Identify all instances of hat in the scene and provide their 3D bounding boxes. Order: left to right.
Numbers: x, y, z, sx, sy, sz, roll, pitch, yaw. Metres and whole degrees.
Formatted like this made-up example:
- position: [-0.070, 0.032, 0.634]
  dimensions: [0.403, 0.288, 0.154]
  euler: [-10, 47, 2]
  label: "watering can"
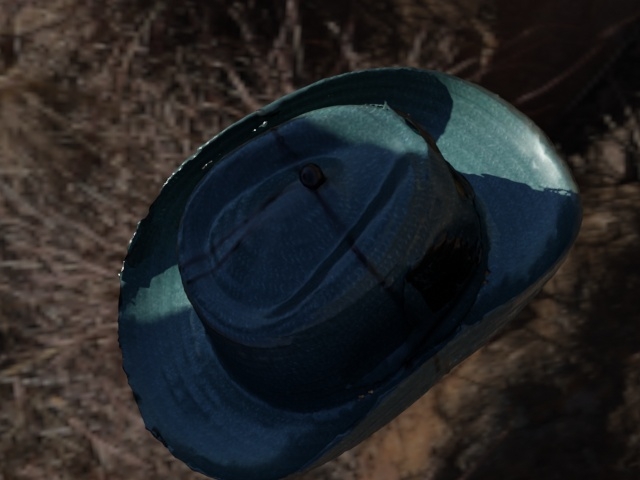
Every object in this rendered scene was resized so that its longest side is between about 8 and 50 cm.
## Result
- position: [0.000, 0.000, 0.571]
  dimensions: [0.191, 0.078, 0.138]
  euler: [-36, 56, -1]
  label: "hat"
